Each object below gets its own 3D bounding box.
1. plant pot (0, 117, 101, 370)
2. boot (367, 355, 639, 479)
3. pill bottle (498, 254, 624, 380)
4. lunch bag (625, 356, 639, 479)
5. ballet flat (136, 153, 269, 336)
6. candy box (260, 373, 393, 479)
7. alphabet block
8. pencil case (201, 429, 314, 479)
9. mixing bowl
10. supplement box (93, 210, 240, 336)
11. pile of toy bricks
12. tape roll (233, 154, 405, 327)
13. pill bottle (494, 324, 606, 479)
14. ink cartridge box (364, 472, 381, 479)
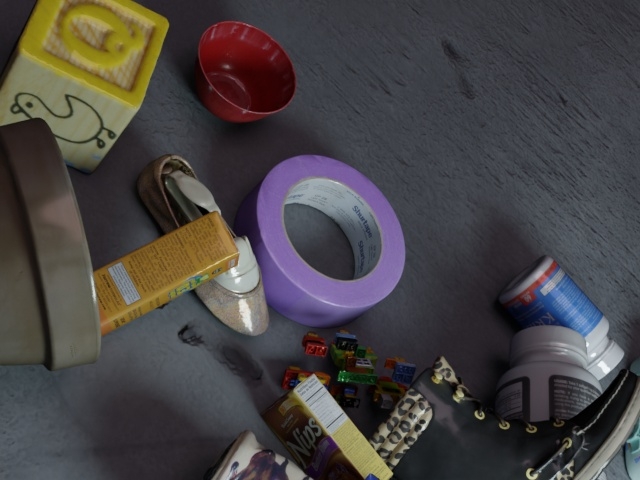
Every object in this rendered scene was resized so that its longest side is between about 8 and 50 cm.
[{"bbox_3d":[-0.450,0.032,1.385,0.280,0.323,0.323,-15,71,-21],"label":"plant pot"},{"bbox_3d":[0.271,0.274,1.631,0.284,0.138,0.377,40,85,14],"label":"boot"},{"bbox_3d":[0.433,0.145,1.981,0.221,0.124,0.124,47,49,1],"label":"pill bottle"},{"bbox_3d":[0.659,0.340,2.023,0.224,0.108,0.279,26,52,-18],"label":"lunch bag"},{"bbox_3d":[-0.168,0.002,1.686,0.316,0.106,0.107,52,47,4],"label":"ballet flat"},{"bbox_3d":[0.007,0.296,1.625,0.053,0.109,0.187,-34,84,-41],"label":"candy box"},{"bbox_3d":[-0.363,-0.250,1.648,0.192,0.197,0.193,23,53,-19],"label":"alphabet block"},{"bbox_3d":[-0.005,0.429,1.490,0.410,0.160,0.183,38,24,-5],"label":"pencil case"},{"bbox_3d":[-0.141,-0.265,1.867,0.181,0.098,0.181,15,56,-24],"label":"mixing bowl"},{"bbox_3d":[-0.231,0.047,1.575,0.233,0.078,0.080,-30,80,-12],"label":"supplement box"},{"bbox_3d":[0.045,0.189,1.733,0.212,0.118,0.105,10,20,-16],"label":"pile of toy bricks"},{"bbox_3d":[0.000,0.000,1.809,0.275,0.090,0.275,17,55,-25],"label":"tape roll"},{"bbox_3d":[0.372,0.306,1.811,0.176,0.176,0.318,22,54,-21],"label":"pill bottle"},{"bbox_3d":[0.114,0.397,1.564,0.097,0.207,0.046,34,76,27],"label":"ink cartridge box"}]
